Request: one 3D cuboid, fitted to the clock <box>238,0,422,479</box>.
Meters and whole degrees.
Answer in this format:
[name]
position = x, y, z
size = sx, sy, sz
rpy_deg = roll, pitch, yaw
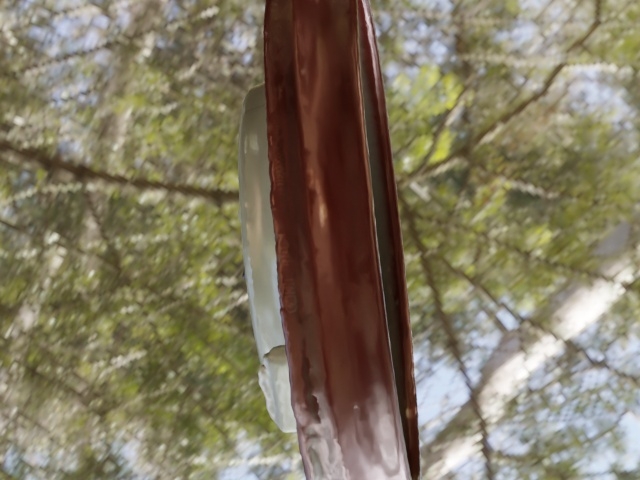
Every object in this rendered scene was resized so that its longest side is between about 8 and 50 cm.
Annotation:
[clock]
position = 0.000, 0.000, 0.803
size = 0.080, 0.318, 0.318
rpy_deg = -7, -117, 5
